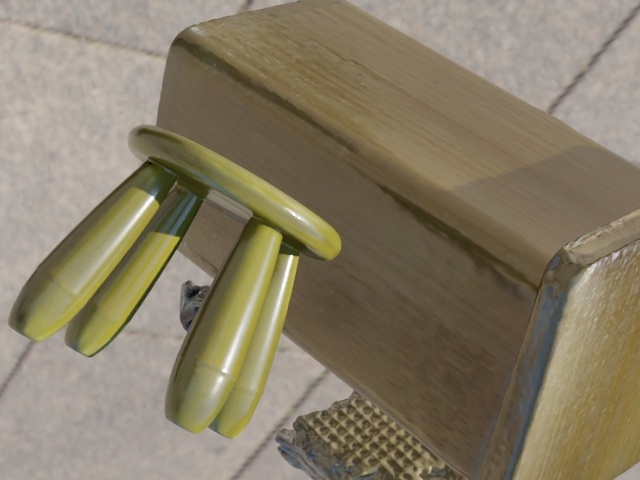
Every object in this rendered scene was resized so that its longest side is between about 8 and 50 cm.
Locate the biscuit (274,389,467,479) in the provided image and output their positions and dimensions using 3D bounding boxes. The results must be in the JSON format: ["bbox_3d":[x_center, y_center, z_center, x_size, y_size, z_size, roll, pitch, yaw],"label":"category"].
[{"bbox_3d":[0.084,0.185,1.001,0.108,0.239,0.062,-35,148,-25],"label":"biscuit"}]

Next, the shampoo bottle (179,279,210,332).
[{"bbox_3d":[0.000,0.001,1.172,0.309,0.098,0.071,-34,126,30],"label":"shampoo bottle"}]

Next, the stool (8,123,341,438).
[{"bbox_3d":[-0.063,0.019,0.647,0.135,0.134,0.110,32,83,-34],"label":"stool"}]

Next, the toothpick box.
[{"bbox_3d":[0.057,-0.006,0.819,0.187,0.308,0.190,-23,137,-41],"label":"toothpick box"}]
